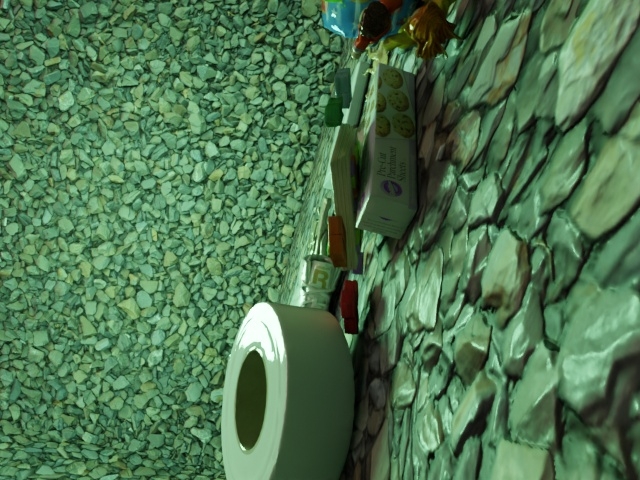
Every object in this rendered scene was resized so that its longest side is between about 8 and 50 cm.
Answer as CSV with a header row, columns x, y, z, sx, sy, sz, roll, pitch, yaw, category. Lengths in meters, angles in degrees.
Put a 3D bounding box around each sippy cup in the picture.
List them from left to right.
x,y,z,sx,sy,sz,roll,pitch,yaw,category
0.095,-0.492,0.960,0.240,0.306,0.224,52,146,46,sippy cup

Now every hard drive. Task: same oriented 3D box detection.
x,y,z,sx,sy,sz,roll,pitch,yaw,category
0.072,-0.314,1.494,0.203,0.040,0.307,132,152,-77,hard drive

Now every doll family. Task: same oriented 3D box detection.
x,y,z,sx,sy,sz,roll,pitch,yaw,category
0.146,-0.310,0.636,0.263,0.118,0.163,-55,6,16,doll family

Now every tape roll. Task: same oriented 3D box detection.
x,y,z,sx,sy,sz,roll,pitch,yaw,category
-0.060,0.235,0.784,0.286,0.100,0.286,-170,90,-66,tape roll

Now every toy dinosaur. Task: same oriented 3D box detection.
x,y,z,sx,sy,sz,roll,pitch,yaw,category
0.134,-0.415,1.208,0.092,0.053,0.183,-128,43,-63,toy dinosaur

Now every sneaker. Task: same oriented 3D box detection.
x,y,z,sx,sy,sz,roll,pitch,yaw,category
-0.022,0.125,1.026,0.292,0.108,0.169,-88,11,-69,sneaker

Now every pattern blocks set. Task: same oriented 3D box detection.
x,y,z,sx,sy,sz,roll,pitch,yaw,category
0.042,-0.059,0.751,0.285,0.026,0.324,-80,-15,-47,pattern blocks set

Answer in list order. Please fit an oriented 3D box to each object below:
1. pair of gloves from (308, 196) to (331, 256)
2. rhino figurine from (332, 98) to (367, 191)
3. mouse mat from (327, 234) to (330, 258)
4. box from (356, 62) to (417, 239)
x,y,z,sx,sy,sz,roll,pitch,yaw,category
0.000,0.000,1.364,0.240,0.042,0.204,135,145,-83,pair of gloves
0.080,-0.174,0.962,0.106,0.073,0.243,-81,8,-68,rhino figurine
0.016,0.042,1.340,0.152,0.007,0.189,134,150,-78,mouse mat
0.098,-0.143,0.766,0.063,0.067,0.324,111,172,-46,box
